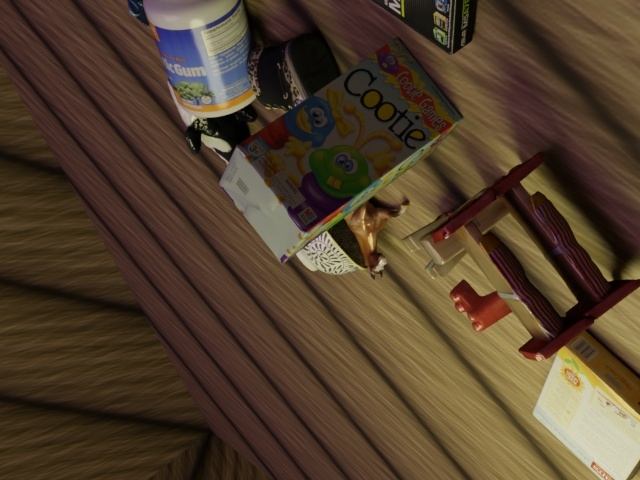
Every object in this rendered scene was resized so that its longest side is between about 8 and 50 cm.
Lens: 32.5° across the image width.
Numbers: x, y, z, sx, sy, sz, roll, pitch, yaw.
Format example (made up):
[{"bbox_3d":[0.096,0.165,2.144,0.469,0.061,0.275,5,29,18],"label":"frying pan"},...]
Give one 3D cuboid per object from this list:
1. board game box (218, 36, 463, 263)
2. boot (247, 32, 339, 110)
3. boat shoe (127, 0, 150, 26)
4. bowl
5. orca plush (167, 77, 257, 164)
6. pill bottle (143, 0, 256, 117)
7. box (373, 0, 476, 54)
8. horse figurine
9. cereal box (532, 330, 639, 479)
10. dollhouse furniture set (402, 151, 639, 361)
[{"bbox_3d":[0.025,-0.117,1.446,0.142,0.275,0.144,51,159,4],"label":"board game box"},{"bbox_3d":[-0.024,-0.201,1.687,0.178,0.085,0.236,14,128,61],"label":"boot"},{"bbox_3d":[-0.305,-0.428,1.735,0.109,0.089,0.258,29,154,21],"label":"boat shoe"},{"bbox_3d":[0.000,0.000,1.849,0.170,0.080,0.170,49,-165,-18],"label":"bowl"},{"bbox_3d":[-0.161,-0.196,1.970,0.102,0.151,0.287,-6,121,30],"label":"orca plush"},{"bbox_3d":[-0.190,-0.341,1.724,0.152,0.152,0.272,35,154,39],"label":"pill bottle"},{"bbox_3d":[0.103,-0.334,1.266,0.184,0.045,0.191,40,155,26],"label":"box"},{"bbox_3d":[0.041,-0.078,1.774,0.263,0.066,0.174,46,153,11],"label":"horse figurine"},{"bbox_3d":[0.395,0.245,1.557,0.173,0.047,0.240,44,158,23],"label":"cereal box"},{"bbox_3d":[0.247,0.026,1.444,0.201,0.152,0.374,53,176,0],"label":"dollhouse furniture set"}]
